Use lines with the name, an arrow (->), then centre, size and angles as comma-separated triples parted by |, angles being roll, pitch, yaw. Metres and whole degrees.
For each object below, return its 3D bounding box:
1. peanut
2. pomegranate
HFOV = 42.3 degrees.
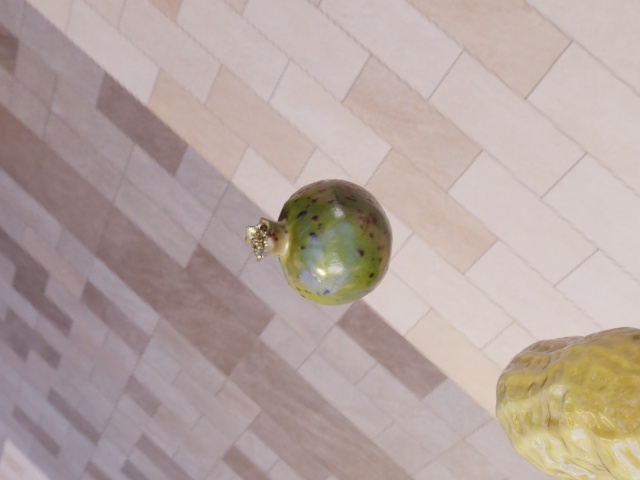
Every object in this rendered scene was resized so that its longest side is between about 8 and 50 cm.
peanut -> 0.255, 0.148, 0.715 | 0.147, 0.147, 0.305 | 47, 163, -1
pomegranate -> 0.008, -0.002, 0.780 | 0.130, 0.130, 0.130 | 22, 133, 25
